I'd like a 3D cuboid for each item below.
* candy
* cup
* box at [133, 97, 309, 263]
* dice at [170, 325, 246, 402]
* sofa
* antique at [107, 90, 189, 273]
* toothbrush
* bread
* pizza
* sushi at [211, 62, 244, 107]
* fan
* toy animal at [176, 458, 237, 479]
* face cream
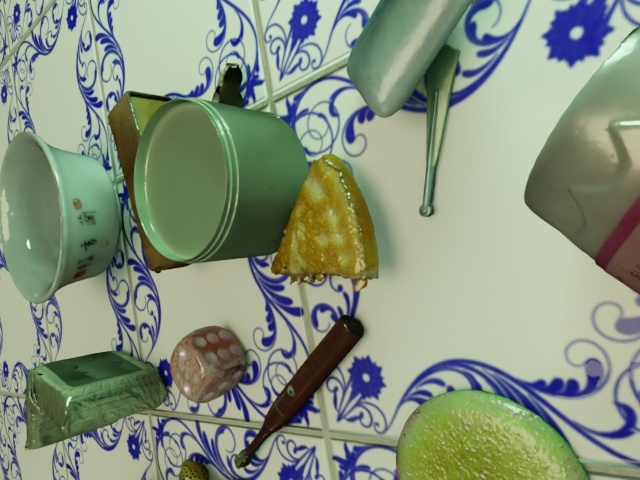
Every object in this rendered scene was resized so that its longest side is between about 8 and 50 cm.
[{"bbox_3d":[0.095,-0.231,0.522,0.174,0.071,0.138,-57,29,28],"label":"candy"},{"bbox_3d":[-0.544,-0.049,1.031,0.347,0.163,0.347,4,97,39],"label":"cup"},{"bbox_3d":[-0.147,-0.084,0.701,0.226,0.149,0.226,3,95,40],"label":"box"},{"bbox_3d":[-0.184,0.204,0.793,0.094,0.093,0.091,45,120,27],"label":"dice"},{"bbox_3d":[-0.452,0.338,0.959,0.225,0.210,0.176,8,97,39],"label":"sofa"},{"bbox_3d":[-0.281,-0.102,0.848,0.087,0.093,0.310,-28,76,38],"label":"antique"},{"bbox_3d":[-0.045,0.238,0.714,0.041,0.041,0.364,50,122,26],"label":"toothbrush"},{"bbox_3d":[0.180,0.279,0.530,0.228,0.033,0.229,5,98,39],"label":"bread"},{"bbox_3d":[0.000,0.000,0.645,0.199,0.062,0.188,-37,58,43],"label":"pizza"},{"bbox_3d":[-0.145,-0.240,0.765,0.046,0.044,0.083,49,123,52],"label":"sushi"},{"bbox_3d":[0.131,-0.122,0.548,0.038,0.016,0.193,9,99,37],"label":"fan"},{"bbox_3d":[-0.213,0.449,0.865,0.181,0.073,0.136,29,104,48],"label":"toy animal"},{"bbox_3d":[0.273,-0.036,0.331,0.195,0.175,0.175,42,119,28],"label":"face cream"}]
